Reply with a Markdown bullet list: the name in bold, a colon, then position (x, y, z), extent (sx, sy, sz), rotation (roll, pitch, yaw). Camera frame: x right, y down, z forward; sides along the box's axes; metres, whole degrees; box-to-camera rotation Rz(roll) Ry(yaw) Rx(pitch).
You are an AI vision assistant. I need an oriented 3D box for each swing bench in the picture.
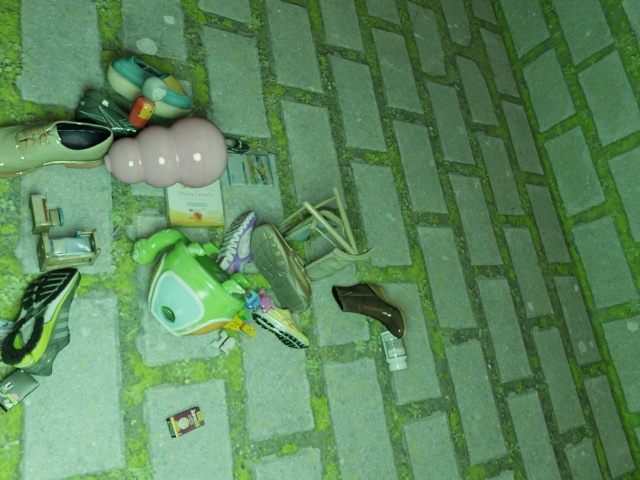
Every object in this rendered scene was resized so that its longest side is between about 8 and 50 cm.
- **swing bench**: position (0.000, 0.000, 1.714), extent (0.165, 0.253, 0.254), rotation (-30, 89, -39)

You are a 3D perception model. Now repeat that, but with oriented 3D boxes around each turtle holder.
- **turtle holder**: position (-0.364, 0.116, 1.423), extent (0.227, 0.243, 0.320), rotation (-44, 113, 0)

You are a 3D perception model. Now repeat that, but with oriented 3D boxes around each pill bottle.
- **pill bottle**: position (0.260, 0.386, 1.846), extent (0.078, 0.078, 0.137), rotation (-1, 72, -35)

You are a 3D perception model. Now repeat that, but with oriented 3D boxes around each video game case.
- **video game case**: position (-0.243, -0.240, 1.798), extent (0.166, 0.015, 0.119), rotation (-1, 71, -35)

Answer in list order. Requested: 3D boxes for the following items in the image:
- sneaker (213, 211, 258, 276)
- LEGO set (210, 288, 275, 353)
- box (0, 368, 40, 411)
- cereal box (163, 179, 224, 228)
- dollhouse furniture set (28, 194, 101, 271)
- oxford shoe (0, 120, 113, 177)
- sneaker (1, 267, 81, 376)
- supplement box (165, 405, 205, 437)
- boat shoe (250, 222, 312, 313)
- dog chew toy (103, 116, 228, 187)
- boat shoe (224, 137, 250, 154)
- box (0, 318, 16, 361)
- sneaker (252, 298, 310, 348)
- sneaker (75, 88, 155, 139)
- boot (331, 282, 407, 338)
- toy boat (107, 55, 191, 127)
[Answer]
- **sneaker**: position (-0.247, 0.019, 1.646), extent (0.104, 0.095, 0.236), rotation (36, 59, -25)
- **LEGO set**: position (-0.210, 0.237, 1.526), extent (0.093, 0.087, 0.227), rotation (35, 65, 16)
- **box**: position (-0.706, 0.343, 1.212), extent (0.062, 0.052, 0.083), rotation (51, 51, -6)
- **cereal box**: position (-0.398, -0.156, 1.634), extent (0.173, 0.047, 0.240), rotation (-1, 72, -32)
- **dollhouse furniture set**: position (-0.659, -0.032, 1.351), extent (0.129, 0.129, 0.183), rotation (-7, 75, -37)
- **oxford shoe**: position (-0.747, -0.261, 1.373), extent (0.397, 0.146, 0.140), rotation (-16, 82, -37)
- **sneaker**: position (-0.660, 0.194, 1.280), extent (0.111, 0.121, 0.300), rotation (-1, 47, 9)
- **supplement box**: position (-0.360, 0.484, 1.399), extent (0.083, 0.043, 0.055), rotation (-15, 79, -38)
- **boat shoe**: position (-0.117, 0.078, 1.664), extent (0.116, 0.123, 0.324), rotation (-54, 131, -50)
- **dog chew toy**: position (-0.441, -0.241, 1.503), extent (0.332, 0.206, 0.206), rotation (-11, 77, -21)
- **boat shoe**: position (-0.291, -0.324, 1.784), extent (0.125, 0.038, 0.046), rotation (5, 69, -33)
- **box**: position (-0.771, 0.230, 1.230), extent (0.137, 0.027, 0.094), rotation (20, 59, -27)
- **sneaker**: position (-0.107, 0.259, 1.644), extent (0.208, 0.081, 0.094), rotation (41, 51, -14)
- **sneaker**: position (-0.592, -0.333, 1.562), extent (0.267, 0.101, 0.106), rotation (30, 74, -18)
- **boot**: position (0.163, 0.244, 1.793), extent (0.207, 0.090, 0.248), rotation (2, 38, -29)
- **toy boat**: position (-0.497, -0.446, 1.552), extent (0.267, 0.148, 0.318), rotation (28, 22, -26)
